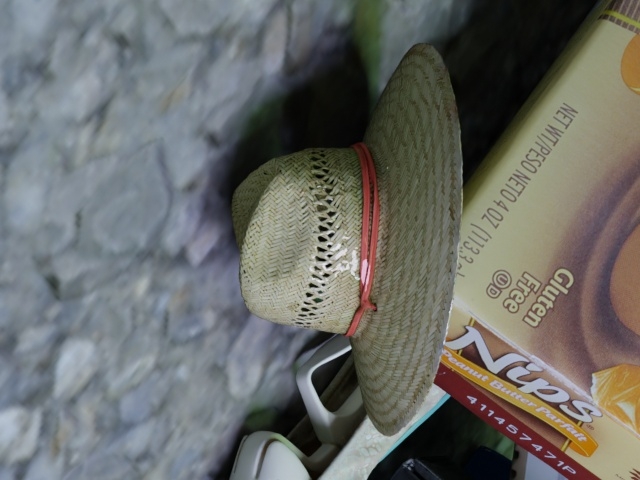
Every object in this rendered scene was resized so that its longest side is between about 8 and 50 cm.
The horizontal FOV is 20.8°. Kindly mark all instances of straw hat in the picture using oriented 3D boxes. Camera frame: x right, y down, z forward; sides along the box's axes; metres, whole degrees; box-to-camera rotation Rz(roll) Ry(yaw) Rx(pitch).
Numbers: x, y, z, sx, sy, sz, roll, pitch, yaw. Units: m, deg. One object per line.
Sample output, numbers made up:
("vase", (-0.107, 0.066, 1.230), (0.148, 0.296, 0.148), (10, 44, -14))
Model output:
("straw hat", (0.000, 0.000, 0.603), (0.061, 0.144, 0.144), (4, 116, -11))

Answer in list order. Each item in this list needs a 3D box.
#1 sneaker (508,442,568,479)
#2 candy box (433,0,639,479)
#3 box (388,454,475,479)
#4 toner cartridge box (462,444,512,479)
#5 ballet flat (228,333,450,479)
("sneaker", (0.165, 0.075, 0.746), (0.099, 0.153, 0.282), (34, 65, -77))
("candy box", (0.183, -0.040, 0.687), (0.316, 0.183, 0.087), (-53, 180, -22))
("box", (0.052, 0.214, 0.690), (0.190, 0.184, 0.045), (-52, 157, 11))
("toner cartridge box", (0.028, 0.283, 0.840), (0.348, 0.075, 0.165), (-52, 145, -15))
("ballet flat", (-0.004, 0.080, 0.686), (0.168, 0.057, 0.052), (-48, 115, -26))
